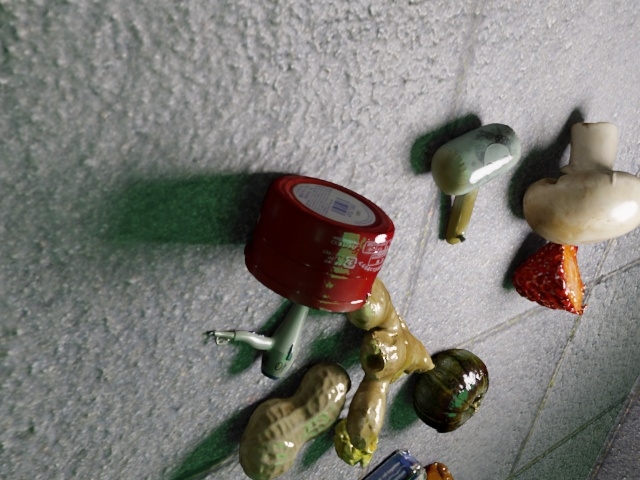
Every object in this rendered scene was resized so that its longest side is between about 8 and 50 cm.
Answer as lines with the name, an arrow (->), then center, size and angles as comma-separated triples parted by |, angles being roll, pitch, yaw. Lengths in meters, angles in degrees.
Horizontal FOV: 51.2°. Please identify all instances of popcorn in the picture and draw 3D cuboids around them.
popcorn -> 0.085, 0.480, 1.620 | 0.120, 0.116, 0.106 | -43, 122, -11

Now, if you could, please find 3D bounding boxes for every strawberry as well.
strawberry -> 0.608, 0.088, 1.800 | 0.233, 0.177, 0.234 | 21, 64, -55

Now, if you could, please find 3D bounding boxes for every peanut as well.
peanut -> -0.053, 0.369, 1.395 | 0.298, 0.120, 0.136 | -37, 97, -24

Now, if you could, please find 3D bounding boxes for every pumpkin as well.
pumpkin -> 0.355, 0.408, 1.792 | 0.237, 0.159, 0.238 | -26, 131, -34

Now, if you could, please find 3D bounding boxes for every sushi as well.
sushi -> 0.328, 0.807, 2.064 | 0.296, 0.166, 0.179 | -37, 143, -63

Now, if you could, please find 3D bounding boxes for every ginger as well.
ginger -> 0.139, 0.217, 1.465 | 0.348, 0.122, 0.364 | -33, 116, -61

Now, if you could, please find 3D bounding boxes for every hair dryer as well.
hair dryer -> -0.101, 0.156, 1.260 | 0.199, 0.067, 0.167 | 42, 77, -36

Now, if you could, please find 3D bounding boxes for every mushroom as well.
mushroom -> 0.634, -0.138, 1.624 | 0.292, 0.292, 0.290 | 8, 77, -47

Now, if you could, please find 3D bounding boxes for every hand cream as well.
hand cream -> 0.000, 0.000, 1.088 | 0.230, 0.230, 0.150 | 1, 120, -45

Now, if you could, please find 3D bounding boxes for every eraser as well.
eraser -> 0.153, 0.743, 1.898 | 0.332, 0.101, 0.155 | -33, 139, -21

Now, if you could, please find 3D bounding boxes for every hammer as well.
hammer -> 0.310, -0.098, 1.427 | 0.201, 0.113, 0.306 | -24, 142, -26
